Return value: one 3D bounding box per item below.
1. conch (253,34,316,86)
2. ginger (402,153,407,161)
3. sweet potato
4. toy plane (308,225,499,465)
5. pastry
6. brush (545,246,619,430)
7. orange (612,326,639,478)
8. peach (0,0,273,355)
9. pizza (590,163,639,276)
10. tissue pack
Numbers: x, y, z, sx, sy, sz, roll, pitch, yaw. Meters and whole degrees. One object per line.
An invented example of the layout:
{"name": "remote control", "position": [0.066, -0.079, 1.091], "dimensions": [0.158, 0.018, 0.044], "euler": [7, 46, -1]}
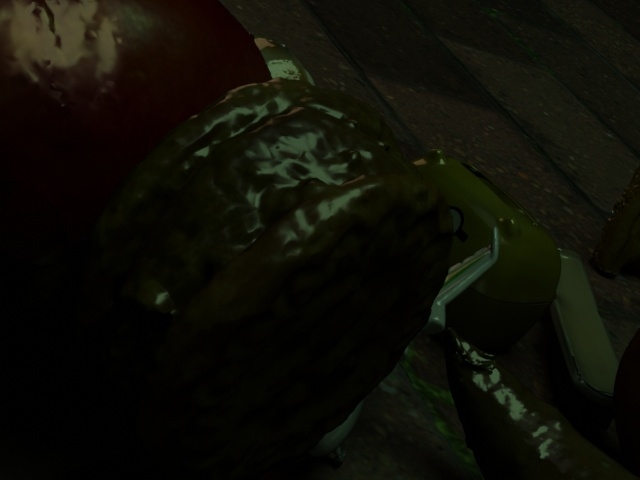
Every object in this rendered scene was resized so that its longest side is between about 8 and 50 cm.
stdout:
{"name": "conch", "position": [-0.094, -0.137, 1.238], "dimensions": [0.255, 0.127, 0.158], "euler": [-1, 37, -46]}
{"name": "ginger", "position": [-0.004, -0.002, 1.101], "dimensions": [0.193, 0.115, 0.123], "euler": [-1, 49, -31]}
{"name": "sweet potato", "position": [0.210, 0.216, 0.852], "dimensions": [0.130, 0.131, 0.423], "euler": [5, 32, -41]}
{"name": "toy plane", "position": [0.011, 0.063, 0.960], "dimensions": [0.251, 0.101, 0.255], "euler": [-9, 41, 12]}
{"name": "pastry", "position": [-0.033, 0.028, 0.762], "dimensions": [0.240, 0.235, 0.132], "euler": [-29, 59, -30]}
{"name": "brush", "position": [0.237, 0.081, 1.250], "dimensions": [0.060, 0.050, 0.321], "euler": [21, 23, -7]}
{"name": "orange", "position": [0.356, 0.144, 1.017], "dimensions": [0.264, 0.264, 0.264], "euler": [23, 24, -11]}
{"name": "peach", "position": [-0.163, -0.072, 0.862], "dimensions": [0.281, 0.281, 0.338], "euler": [34, 32, 14]}
{"name": "pizza", "position": [0.407, -0.048, 1.511], "dimensions": [0.080, 0.204, 0.188], "euler": [31, 16, 34]}
{"name": "tissue pack", "position": [0.130, 0.004, 1.194], "dimensions": [0.123, 0.127, 0.178], "euler": [7, 32, -43]}
